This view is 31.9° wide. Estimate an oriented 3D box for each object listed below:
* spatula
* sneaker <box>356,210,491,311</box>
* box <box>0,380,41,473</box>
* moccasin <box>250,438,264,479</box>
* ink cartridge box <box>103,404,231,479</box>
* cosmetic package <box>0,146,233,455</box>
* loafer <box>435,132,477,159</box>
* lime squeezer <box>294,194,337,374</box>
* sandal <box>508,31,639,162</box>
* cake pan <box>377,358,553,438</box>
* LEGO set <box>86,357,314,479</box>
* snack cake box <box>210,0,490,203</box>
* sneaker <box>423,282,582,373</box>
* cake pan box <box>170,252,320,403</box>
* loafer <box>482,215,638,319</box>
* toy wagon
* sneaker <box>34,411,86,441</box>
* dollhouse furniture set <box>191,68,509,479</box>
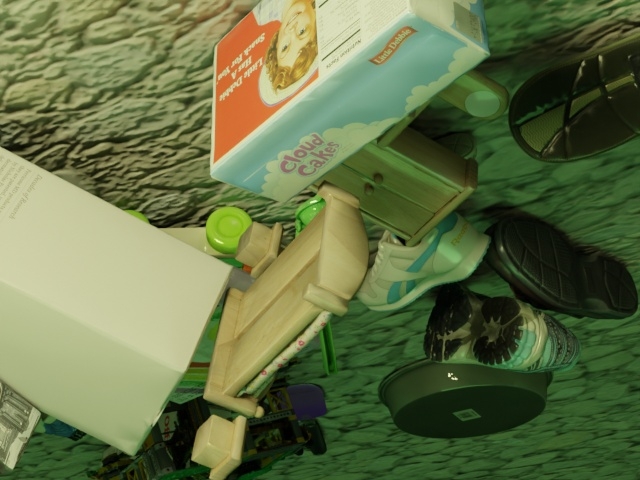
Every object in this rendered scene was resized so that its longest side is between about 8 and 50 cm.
[{"bbox_3d":[-0.020,0.316,1.935,0.084,0.030,0.296,-10,151,4],"label":"spatula"},{"bbox_3d":[0.107,0.018,1.376,0.092,0.087,0.229,39,143,-15],"label":"sneaker"},{"bbox_3d":[-0.473,0.137,1.125,0.242,0.076,0.307,-19,126,36],"label":"box"},{"bbox_3d":[-0.189,0.455,2.057,0.117,0.137,0.342,9,149,-32],"label":"moccasin"},{"bbox_3d":[-0.262,0.413,1.901,0.115,0.198,0.273,15,146,-32],"label":"ink cartridge box"},{"bbox_3d":[-0.300,0.046,1.128,0.366,0.155,0.197,28,136,-9],"label":"cosmetic package"},{"bbox_3d":[0.111,-0.083,1.225,0.125,0.045,0.039,-13,157,10],"label":"loafer"},{"bbox_3d":[0.000,0.000,1.301,0.059,0.110,0.310,0,120,-13],"label":"lime squeezer"},{"bbox_3d":[0.330,-0.153,1.085,0.303,0.120,0.086,-11,-176,6],"label":"sandal"},{"bbox_3d":[0.243,0.263,1.856,0.293,0.054,0.293,-3,152,-2],"label":"cake pan"},{"bbox_3d":[-0.190,0.264,1.682,0.331,0.192,0.255,-10,159,-27],"label":"LEGO set"},{"bbox_3d":[0.014,-0.161,0.952,0.089,0.152,0.264,20,143,-34],"label":"snack cake box"},{"bbox_3d":[0.229,0.128,1.445,0.122,0.110,0.283,19,179,-20],"label":"sneaker"},{"bbox_3d":[-0.176,0.109,1.363,0.267,0.070,0.246,-24,143,32],"label":"cake pan box"},{"bbox_3d":[0.293,0.053,1.437,0.302,0.109,0.095,20,148,-41],"label":"loafer"},{"bbox_3d":[-0.212,0.056,1.398,0.344,0.068,0.267,-2,151,-5],"label":"toy wagon"},{"bbox_3d":[-0.401,0.278,1.778,0.085,0.058,0.152,14,151,-19],"label":"sneaker"},{"bbox_3d":[0.050,0.030,1.041,0.174,0.355,0.303,26,135,-18],"label":"dollhouse furniture set"}]
